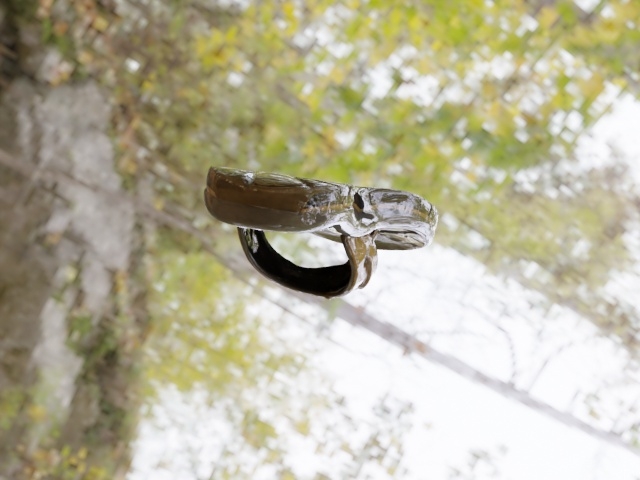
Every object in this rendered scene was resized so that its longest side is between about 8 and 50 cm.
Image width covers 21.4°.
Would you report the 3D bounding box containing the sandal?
[{"bbox_3d":[0.000,0.000,0.849,0.090,0.219,0.060,6,-90,14],"label":"sandal"}]
